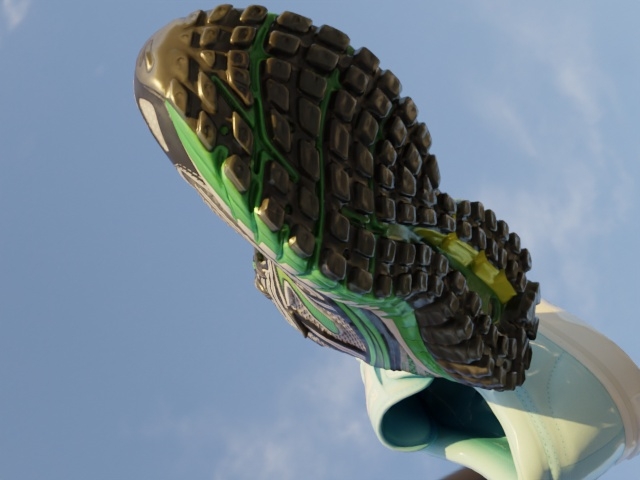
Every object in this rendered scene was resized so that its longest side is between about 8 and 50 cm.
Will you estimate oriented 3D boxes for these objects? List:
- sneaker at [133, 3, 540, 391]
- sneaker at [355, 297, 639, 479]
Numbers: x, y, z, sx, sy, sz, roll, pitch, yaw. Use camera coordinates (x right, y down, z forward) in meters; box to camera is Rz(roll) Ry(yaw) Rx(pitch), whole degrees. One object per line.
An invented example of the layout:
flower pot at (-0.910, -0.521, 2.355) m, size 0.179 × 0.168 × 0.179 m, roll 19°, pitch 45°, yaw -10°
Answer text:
sneaker at (0.000, 0.000, 0.652) m, size 0.343 × 0.146 × 0.134 m, roll 46°, pitch -131°, yaw -43°
sneaker at (0.074, 0.086, 0.875) m, size 0.150 × 0.366 × 0.135 m, roll -24°, pitch -59°, yaw -32°
